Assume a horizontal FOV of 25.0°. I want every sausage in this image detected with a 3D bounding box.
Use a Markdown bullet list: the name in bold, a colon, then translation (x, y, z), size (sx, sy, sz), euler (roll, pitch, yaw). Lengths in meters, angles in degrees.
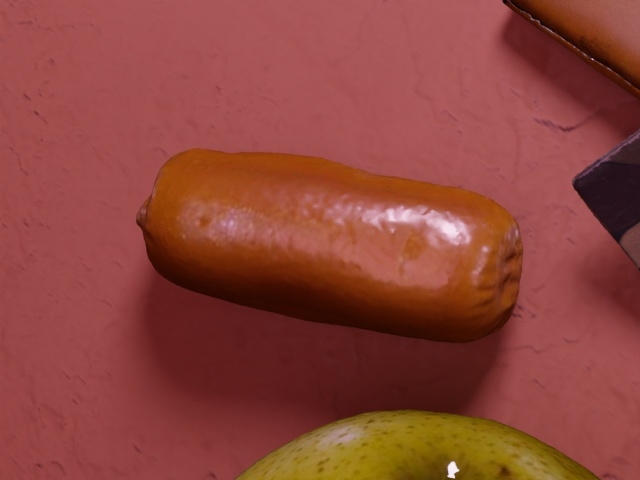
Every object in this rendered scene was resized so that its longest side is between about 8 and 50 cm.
- **sausage**: translation (0.000, 0.000, 0.858), size (0.238, 0.098, 0.098), euler (11, 99, 18)

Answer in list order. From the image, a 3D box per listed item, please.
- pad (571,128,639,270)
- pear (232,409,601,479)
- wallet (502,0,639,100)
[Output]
- **pad**: translation (0.273, -0.039, 0.770), size (0.235, 0.003, 0.158), euler (-37, 100, 20)
- **pear**: translation (0.056, 0.224, 0.766), size (0.294, 0.294, 0.294), euler (2, 96, 21)
- **wallet**: translation (0.218, -0.166, 0.786), size (0.161, 0.042, 0.195), euler (40, 109, 17)
